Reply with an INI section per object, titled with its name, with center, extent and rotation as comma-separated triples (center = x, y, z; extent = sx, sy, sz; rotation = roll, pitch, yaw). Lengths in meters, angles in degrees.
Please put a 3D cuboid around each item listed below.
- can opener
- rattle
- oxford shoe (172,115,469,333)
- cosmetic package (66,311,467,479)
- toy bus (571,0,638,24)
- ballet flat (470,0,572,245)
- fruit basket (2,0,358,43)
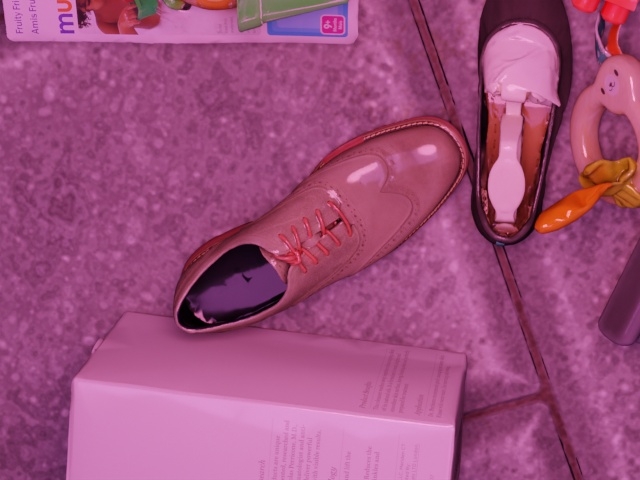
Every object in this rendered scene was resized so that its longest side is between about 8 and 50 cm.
[can opener]
center = 0.349, -0.028, 1.671
extent = 0.093, 0.074, 0.280
rotation = 31, 110, 35
[rattle]
center = 0.252, -0.123, 1.605
extent = 0.143, 0.130, 0.199
rotation = -10, 110, -14
[oxford shoe]
center = 0.000, 0.000, 1.688
extent = 0.348, 0.130, 0.123
rotation = -35, 98, 16
[cosmetic package]
center = -0.050, 0.194, 1.710
extent = 0.385, 0.217, 0.156
rotation = 6, 107, 8
[toy bus]
center = 0.326, -0.297, 1.544
extent = 0.220, 0.149, 0.211
rotation = 18, 108, 1
[ballet flat]
center = 0.198, -0.125, 1.641
extent = 0.095, 0.096, 0.280
rotation = 3, 106, 8
[fruit basket]
center = -0.138, -0.320, 1.555
extent = 0.353, 0.165, 0.327
rotation = -1, 125, -2
